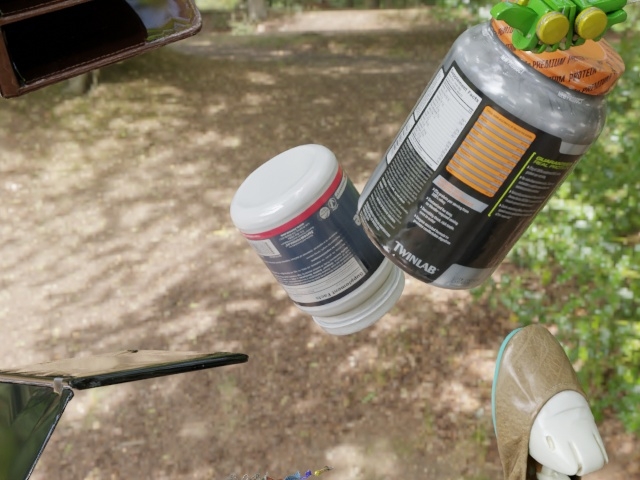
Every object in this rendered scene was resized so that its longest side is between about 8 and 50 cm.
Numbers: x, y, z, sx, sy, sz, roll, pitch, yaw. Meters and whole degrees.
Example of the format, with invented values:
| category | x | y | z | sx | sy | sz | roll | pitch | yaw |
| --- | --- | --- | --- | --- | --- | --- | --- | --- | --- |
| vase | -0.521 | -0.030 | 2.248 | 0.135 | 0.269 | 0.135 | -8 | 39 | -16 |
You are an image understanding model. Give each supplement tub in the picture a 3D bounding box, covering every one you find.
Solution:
| category | x | y | z | sx | sy | sz | roll | pitch | yaw |
| --- | --- | --- | --- | --- | --- | --- | --- | --- | --- |
| supplement tub | 0.000 | 0.000 | 1.477 | 0.191 | 0.272 | 0.191 | -27 | 28 | 16 |
| supplement tub | 0.193 | -0.111 | 1.062 | 0.194 | 0.316 | 0.193 | 22 | 34 | -16 |

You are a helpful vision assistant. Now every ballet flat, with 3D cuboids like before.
| category | x | y | z | sx | sy | sz | roll | pitch | yaw |
| --- | --- | --- | --- | --- | --- | --- | --- | --- | --- |
| ballet flat | 0.261 | 0.268 | 1.033 | 0.116 | 0.342 | 0.124 | -6 | 17 | -25 |

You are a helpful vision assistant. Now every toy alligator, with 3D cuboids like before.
| category | x | y | z | sx | sy | sz | roll | pitch | yaw |
| --- | --- | --- | --- | --- | --- | --- | --- | --- | --- |
| toy alligator | 0.239 | -0.201 | 0.843 | 0.190 | 0.051 | 0.056 | -10 | 44 | -17 |

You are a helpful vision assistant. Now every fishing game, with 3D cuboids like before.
| category | x | y | z | sx | sy | sz | roll | pitch | yaw |
| --- | --- | --- | --- | --- | --- | --- | --- | --- | --- |
| fishing game | -0.120 | 0.370 | 1.383 | 0.264 | 0.041 | 0.189 | -16 | -14 | 8 |

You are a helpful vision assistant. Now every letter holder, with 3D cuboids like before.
| category | x | y | z | sx | sy | sz | roll | pitch | yaw |
| --- | --- | --- | --- | --- | --- | --- | --- | --- | --- |
| letter holder | -0.260 | -0.306 | 0.882 | 0.215 | 0.152 | 0.302 | -22 | 51 | -19 |

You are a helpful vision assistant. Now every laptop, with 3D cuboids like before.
| category | x | y | z | sx | sy | sz | roll | pitch | yaw |
| --- | --- | --- | --- | --- | --- | --- | --- | --- | --- |
| laptop | -0.361 | 0.296 | 1.301 | 0.408 | 0.236 | 0.382 | -4 | -2 | -37 |
